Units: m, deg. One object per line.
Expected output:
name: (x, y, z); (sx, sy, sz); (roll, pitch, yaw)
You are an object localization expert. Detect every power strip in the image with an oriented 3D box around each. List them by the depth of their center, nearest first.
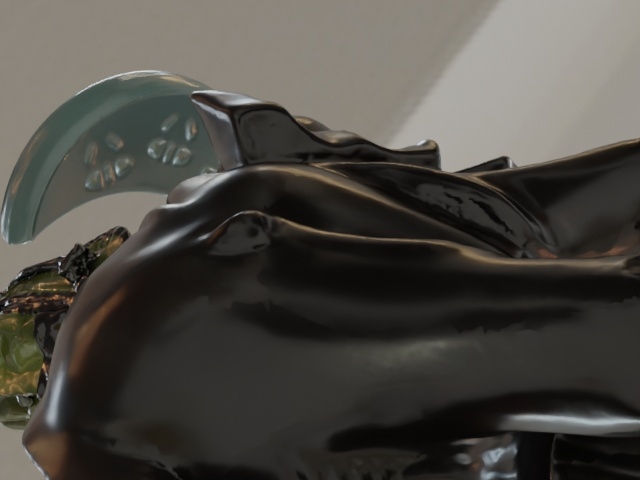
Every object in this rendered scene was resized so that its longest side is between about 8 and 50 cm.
power strip: (-0.122, -0.046, 1.408); (0.054, 0.253, 0.168); (35, -74, 45)

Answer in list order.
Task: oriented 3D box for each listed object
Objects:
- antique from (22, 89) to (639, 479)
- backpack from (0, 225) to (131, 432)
antique: (0.032, 0.042, 0.688); (0.255, 0.185, 0.322); (4, -158, 27)
backpack: (-0.117, 0.059, 1.171); (0.253, 0.207, 0.140); (-10, -88, 41)
